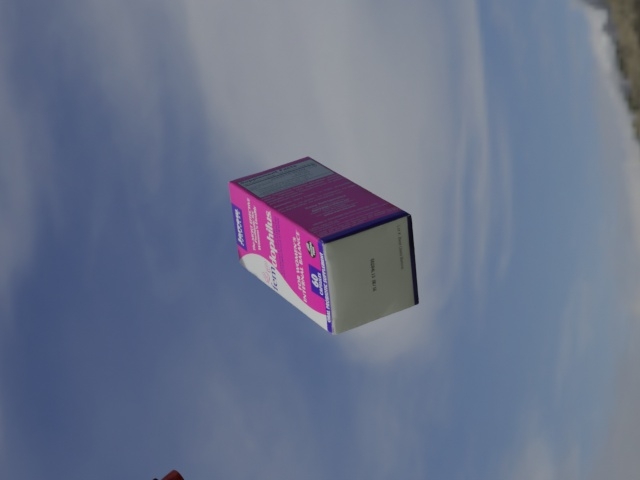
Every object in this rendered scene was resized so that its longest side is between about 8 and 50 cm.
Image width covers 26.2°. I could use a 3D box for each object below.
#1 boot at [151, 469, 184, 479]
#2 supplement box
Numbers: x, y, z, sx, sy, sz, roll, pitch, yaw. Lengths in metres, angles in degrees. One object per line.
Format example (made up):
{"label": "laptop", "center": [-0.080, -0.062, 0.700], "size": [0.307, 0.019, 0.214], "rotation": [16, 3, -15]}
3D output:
{"label": "boot", "center": [-0.244, 0.325, 1.583], "size": [0.244, 0.088, 0.176], "rotation": [34, -112, -32]}
{"label": "supplement box", "center": [0.000, 0.000, 1.514], "size": [0.114, 0.220, 0.111], "rotation": [-19, -63, -23]}
